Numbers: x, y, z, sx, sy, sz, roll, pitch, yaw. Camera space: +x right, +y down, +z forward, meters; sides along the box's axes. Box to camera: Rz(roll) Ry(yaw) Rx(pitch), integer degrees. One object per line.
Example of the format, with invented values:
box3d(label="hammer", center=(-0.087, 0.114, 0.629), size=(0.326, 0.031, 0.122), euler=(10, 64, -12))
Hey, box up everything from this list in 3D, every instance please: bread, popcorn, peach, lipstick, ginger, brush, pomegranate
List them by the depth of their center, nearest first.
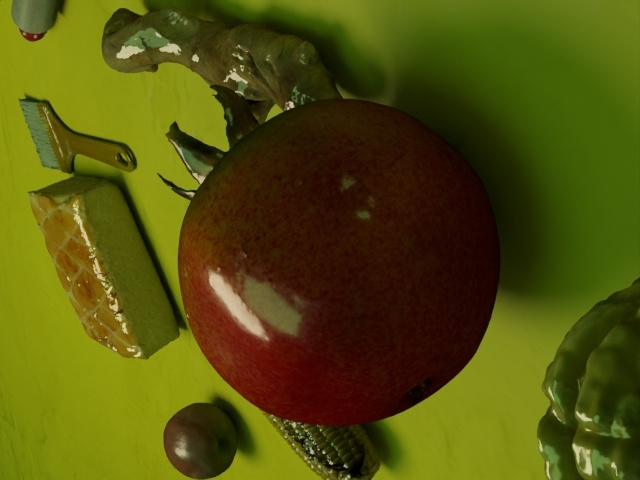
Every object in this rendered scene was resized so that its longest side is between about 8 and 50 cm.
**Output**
box3d(label="popcorn", center=(0.209, 0.101, 0.763), size=(0.173, 0.173, 0.142), euler=(46, 159, 21))
box3d(label="pomegranate", center=(0.000, 0.000, 0.928), size=(0.257, 0.221, 0.221), euler=(44, 148, 12))
box3d(label="ginger", center=(-0.083, -0.138, 1.074), size=(0.288, 0.075, 0.089), euler=(18, 137, 43))
box3d(label="lipstick", center=(-0.259, -0.233, 1.259), size=(0.063, 0.057, 0.186), euler=(52, 153, 11))
box3d(label="brush", center=(-0.246, -0.097, 1.410), size=(0.205, 0.011, 0.083), euler=(17, 130, 48))
box3d(label="bread", center=(-0.229, 0.025, 1.438), size=(0.125, 0.068, 0.188), euler=(8, 124, 54))
box3d(label="peach", center=(-0.128, 0.211, 1.448), size=(0.083, 0.083, 0.083), euler=(37, 144, 33))

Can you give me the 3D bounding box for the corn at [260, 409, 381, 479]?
box3d(label="corn", center=(-0.024, 0.139, 1.238), size=(0.203, 0.072, 0.072), euler=(50, 150, 14))
